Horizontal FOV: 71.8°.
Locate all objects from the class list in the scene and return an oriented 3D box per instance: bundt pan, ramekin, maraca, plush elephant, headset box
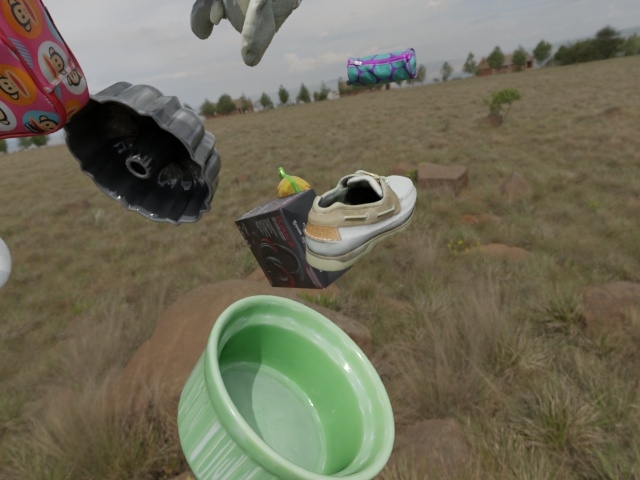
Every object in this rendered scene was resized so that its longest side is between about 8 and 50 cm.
[{"bbox_3d":[-0.354,-0.190,0.936,0.330,0.331,0.124,0,47,27],"label":"bundt pan"},{"bbox_3d":[-0.055,0.242,0.650,0.303,0.148,0.303,30,25,-16],"label":"ramekin"},{"bbox_3d":[-0.075,-0.126,1.206,0.099,0.127,0.186,-22,43,-14],"label":"maraca"},{"bbox_3d":[-0.137,-0.393,0.611,0.330,0.255,0.272,3,42,27],"label":"plush elephant"},{"bbox_3d":[-0.066,0.003,1.101,0.110,0.218,0.293,-36,16,-30],"label":"headset box"}]

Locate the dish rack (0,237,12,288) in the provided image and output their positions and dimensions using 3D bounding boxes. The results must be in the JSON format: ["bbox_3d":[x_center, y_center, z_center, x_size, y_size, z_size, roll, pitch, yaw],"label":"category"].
[{"bbox_3d":[-0.574,0.011,0.492,0.072,0.333,0.285,-1,42,29],"label":"dish rack"}]

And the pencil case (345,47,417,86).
[{"bbox_3d":[0.131,-0.373,0.954,0.151,0.065,0.070,3,-9,28],"label":"pencil case"}]

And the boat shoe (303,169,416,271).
[{"bbox_3d":[0.083,-0.061,0.745,0.113,0.103,0.302,15,33,28],"label":"boat shoe"}]

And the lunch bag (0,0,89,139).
[{"bbox_3d":[-0.510,-0.286,0.619,0.258,0.293,0.120,-2,45,14],"label":"lunch bag"}]
